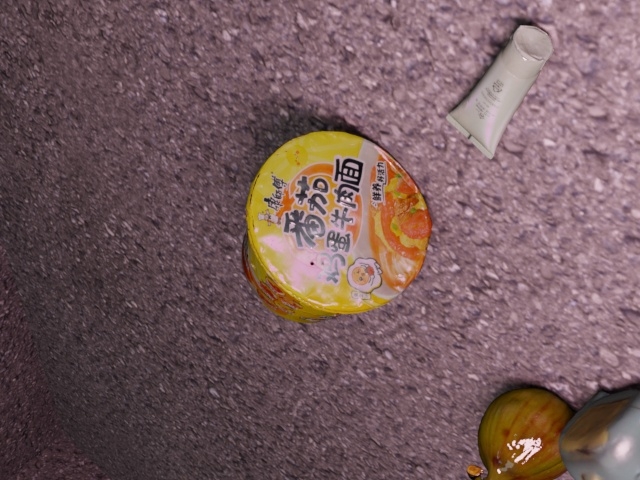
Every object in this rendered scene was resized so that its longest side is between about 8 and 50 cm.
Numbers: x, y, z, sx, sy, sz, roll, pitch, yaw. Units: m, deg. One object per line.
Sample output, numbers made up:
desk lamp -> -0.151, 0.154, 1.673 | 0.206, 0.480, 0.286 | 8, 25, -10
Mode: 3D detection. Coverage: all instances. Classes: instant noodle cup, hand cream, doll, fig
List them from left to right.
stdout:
instant noodle cup -> 0.000, 0.000, 1.394 | 0.264, 0.264, 0.200 | 49, 157, 2
hand cream -> 0.206, -0.169, 1.122 | 0.078, 0.050, 0.205 | 43, 154, 8
fig -> 0.292, 0.302, 1.390 | 0.142, 0.186, 0.148 | 25, 153, 8
doll -> 0.438, 0.324, 1.243 | 0.261, 0.161, 0.177 | 53, 148, 0
